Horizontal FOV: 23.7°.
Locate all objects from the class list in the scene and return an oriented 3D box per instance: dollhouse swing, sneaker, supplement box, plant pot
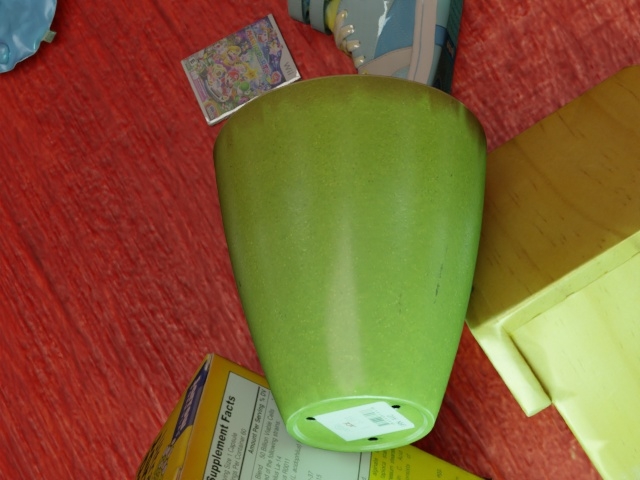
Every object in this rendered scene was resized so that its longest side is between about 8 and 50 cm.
[{"bbox_3d":[0.349,0.050,1.596,0.347,0.305,0.315,-33,34,8],"label":"dollhouse swing"},{"bbox_3d":[0.042,-0.219,1.679,0.208,0.127,0.319,6,74,13],"label":"sneaker"},{"bbox_3d":[-0.004,0.300,1.472,0.356,0.194,0.195,26,123,-10],"label":"supplement box"},{"bbox_3d":[0.033,0.040,1.449,0.275,0.275,0.293,-9,59,13],"label":"plant pot"}]

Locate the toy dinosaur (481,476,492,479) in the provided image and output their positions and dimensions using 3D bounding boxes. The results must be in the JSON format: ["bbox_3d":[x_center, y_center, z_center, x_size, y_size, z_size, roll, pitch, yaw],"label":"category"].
[{"bbox_3d":[0.148,0.282,1.636,0.082,0.047,0.090,0,116,5],"label":"toy dinosaur"}]

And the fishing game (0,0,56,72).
[{"bbox_3d":[-0.391,-0.293,1.841,0.189,0.041,0.264,44,103,17],"label":"fishing game"}]

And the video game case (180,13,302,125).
[{"bbox_3d":[-0.092,-0.198,1.765,0.122,0.011,0.087,-26,77,9],"label":"video game case"}]
